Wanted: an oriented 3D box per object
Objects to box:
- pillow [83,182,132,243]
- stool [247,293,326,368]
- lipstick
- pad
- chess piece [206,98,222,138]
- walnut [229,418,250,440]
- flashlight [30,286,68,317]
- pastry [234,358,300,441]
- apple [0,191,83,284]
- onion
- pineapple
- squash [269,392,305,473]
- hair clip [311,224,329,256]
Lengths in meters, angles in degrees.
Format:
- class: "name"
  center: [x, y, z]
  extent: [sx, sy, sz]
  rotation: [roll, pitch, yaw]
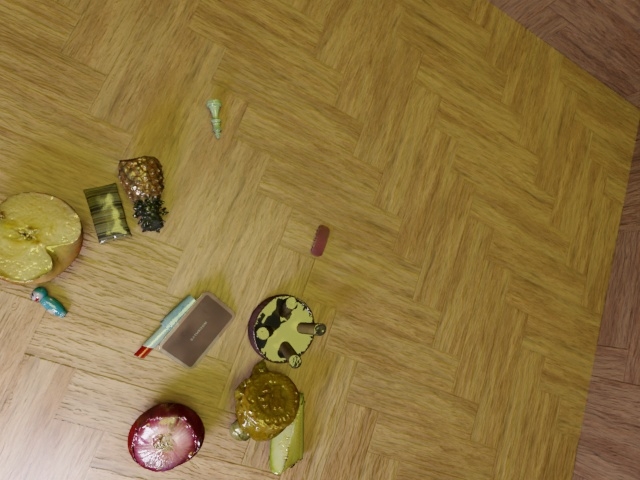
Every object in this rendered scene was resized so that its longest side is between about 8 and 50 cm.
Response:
- class: "pillow"
  center: [-0.756, -0.097, 1.480]
  extent: [0.113, 0.038, 0.203]
  rotation: [-16, 89, -18]
- class: "stool"
  center: [-0.129, 0.342, 1.588]
  extent: [0.272, 0.178, 0.272]
  rotation: [2, 83, -19]
- class: "lipstick"
  center: [-0.552, 0.315, 1.497]
  extent: [0.068, 0.061, 0.274]
  rotation: [47, 70, -14]
- class: "pad"
  center: [-0.447, 0.331, 1.533]
  extent: [0.266, 0.002, 0.176]
  rotation: [-52, 123, -17]
- class: "chess piece"
  center: [-0.410, -0.476, 1.642]
  extent: [0.059, 0.059, 0.149]
  rotation: [-9, 92, -21]
- class: "walnut"
  center: [-0.290, 0.700, 1.543]
  extent: [0.092, 0.092, 0.092]
  rotation: [2, 83, -20]
- class: "flashlight"
  center: [-0.902, 0.206, 1.389]
  extent: [0.129, 0.051, 0.051]
  rotation: [44, 72, -16]
- class: "pastry"
  center: [-0.206, 0.603, 1.534]
  extent: [0.235, 0.132, 0.240]
  rotation: [35, 41, 6]
- class: "apple"
  center: [-0.920, 0.009, 1.342]
  extent: [0.251, 0.163, 0.293]
  rotation: [32, 61, -6]
- class: "onion"
  center: [-0.521, 0.664, 1.421]
  extent: [0.248, 0.161, 0.248]
  rotation: [1, 84, -10]
- class: "pineapple"
  center: [-0.628, -0.156, 1.487]
  extent: [0.158, 0.158, 0.278]
  rotation: [-8, 99, -21]
- class: "squash"
  center: [-0.135, 0.719, 1.583]
  extent: [0.169, 0.093, 0.252]
  rotation: [13, 76, -64]
- class: "hair clip"
  center: [0.001, 0.000, 1.757]
  extent: [0.054, 0.022, 0.137]
  rotation: [23, 77, -20]
